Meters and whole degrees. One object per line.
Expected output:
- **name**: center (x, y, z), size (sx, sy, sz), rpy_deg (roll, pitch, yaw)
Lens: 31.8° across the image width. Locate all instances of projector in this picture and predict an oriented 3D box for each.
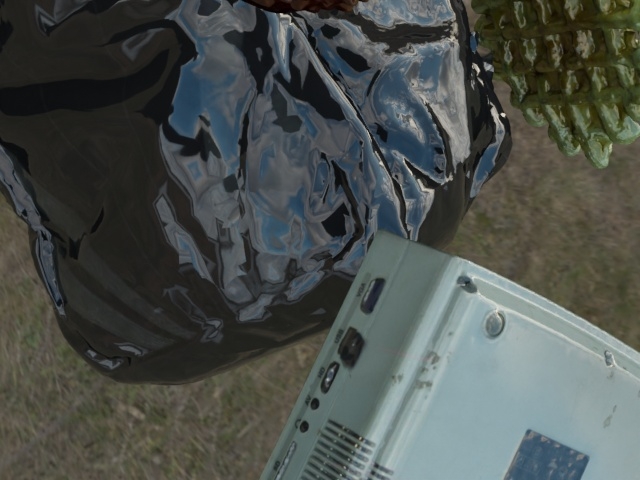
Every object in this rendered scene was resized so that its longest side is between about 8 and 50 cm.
- **projector**: center (0.062, 0.078, 0.405), size (0.147, 0.061, 0.115), rpy_deg (28, 87, -34)

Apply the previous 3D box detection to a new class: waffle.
- **waffle**: center (0.167, -0.141, 0.772), size (0.036, 0.183, 0.169), rpy_deg (-31, 61, -20)

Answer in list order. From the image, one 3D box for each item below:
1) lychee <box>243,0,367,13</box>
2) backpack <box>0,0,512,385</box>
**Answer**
- **lychee**: center (-0.003, -0.147, 0.427), size (0.123, 0.129, 0.123), rpy_deg (-7, 100, -41)
- **backpack**: center (-0.097, -0.145, 0.720), size (0.255, 0.363, 0.446), rpy_deg (-31, 93, -52)
